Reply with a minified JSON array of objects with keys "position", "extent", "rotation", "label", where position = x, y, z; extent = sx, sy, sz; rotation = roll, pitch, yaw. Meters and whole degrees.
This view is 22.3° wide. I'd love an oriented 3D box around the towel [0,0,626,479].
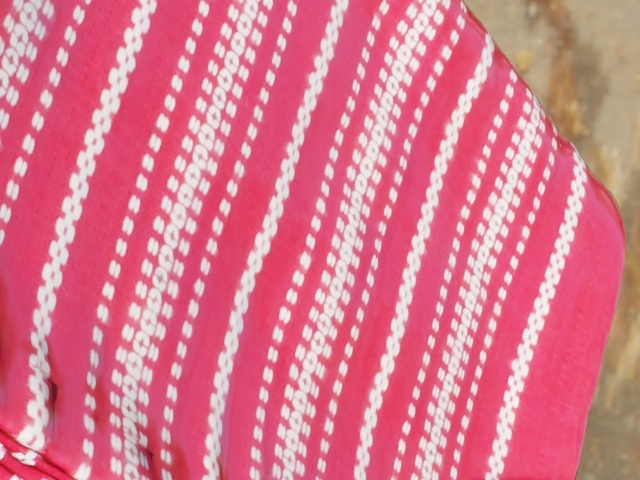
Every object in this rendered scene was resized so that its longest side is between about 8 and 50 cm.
[{"position":[0.000,0.000,0.394],"extent":[0.275,0.031,0.199],"rotation":[46,51,-43],"label":"towel"}]
